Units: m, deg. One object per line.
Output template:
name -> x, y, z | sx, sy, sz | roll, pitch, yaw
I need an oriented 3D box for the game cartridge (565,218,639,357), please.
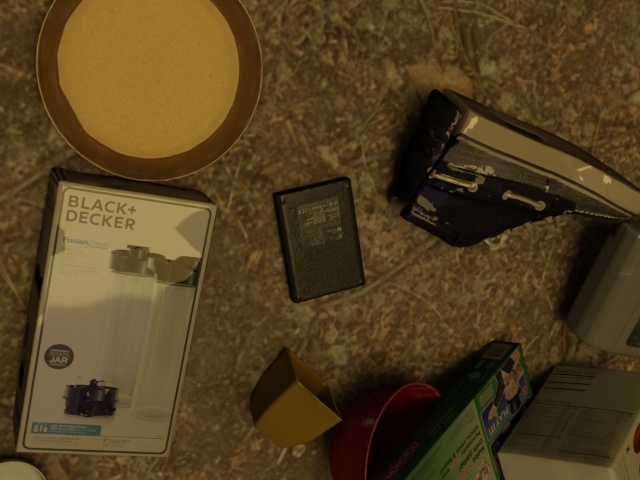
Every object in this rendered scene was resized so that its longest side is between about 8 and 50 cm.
game cartridge -> 0.483, 0.071, 1.176 | 0.294, 0.060, 0.196 | 3, 125, -26

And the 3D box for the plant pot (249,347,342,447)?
plant pot -> -0.037, 0.198, 1.033 | 0.083, 0.081, 0.081 | -43, 114, 7

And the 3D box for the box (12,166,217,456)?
box -> -0.225, 0.079, 0.926 | 0.169, 0.087, 0.290 | 9, 99, -23

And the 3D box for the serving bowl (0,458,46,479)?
serving bowl -> -0.347, 0.279, 0.962 | 0.083, 0.027, 0.083 | -5, 104, -20

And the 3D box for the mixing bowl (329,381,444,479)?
mixing bowl -> 0.076, 0.261, 1.062 | 0.181, 0.098, 0.182 | 0, 90, -47

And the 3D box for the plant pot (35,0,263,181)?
plant pot -> -0.178, -0.182, 0.911 | 0.236, 0.032, 0.237 | -5, 106, -19

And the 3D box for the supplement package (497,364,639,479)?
supplement package -> 0.356, 0.300, 1.119 | 0.203, 0.149, 0.194 | -39, 118, -44

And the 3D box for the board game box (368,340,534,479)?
board game box -> 0.184, 0.299, 1.076 | 0.317, 0.046, 0.214 | -36, 117, -42

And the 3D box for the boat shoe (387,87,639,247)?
boat shoe -> 0.240, -0.057, 1.066 | 0.340, 0.127, 0.158 | 19, 112, -24

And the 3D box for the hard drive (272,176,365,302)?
hard drive -> 0.000, 0.000, 1.027 | 0.094, 0.022, 0.135 | -14, 107, -17
